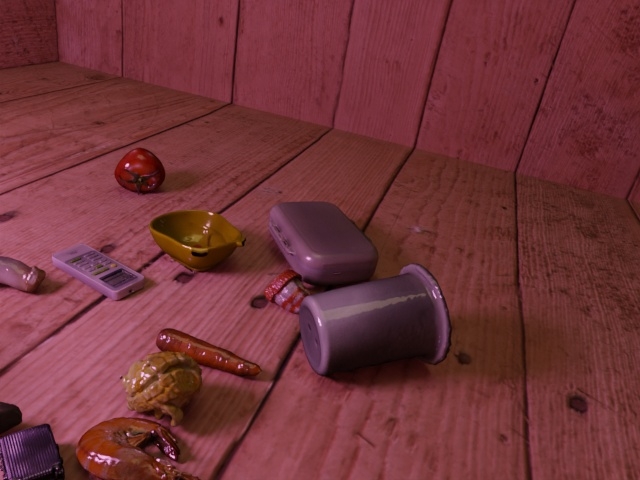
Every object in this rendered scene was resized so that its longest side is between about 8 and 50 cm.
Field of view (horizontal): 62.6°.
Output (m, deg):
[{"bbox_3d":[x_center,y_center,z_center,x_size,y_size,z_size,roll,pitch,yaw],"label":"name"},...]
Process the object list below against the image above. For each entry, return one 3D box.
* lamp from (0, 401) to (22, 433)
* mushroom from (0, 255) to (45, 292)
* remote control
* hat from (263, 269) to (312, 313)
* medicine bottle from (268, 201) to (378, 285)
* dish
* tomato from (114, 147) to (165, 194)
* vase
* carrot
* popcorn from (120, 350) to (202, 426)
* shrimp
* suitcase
[{"bbox_3d":[-0.628,0.298,0.858,0.250,0.101,0.101,0,29,-22],"label":"lamp"},{"bbox_3d":[-0.799,0.076,1.233,0.278,0.099,0.096,3,33,-20],"label":"mushroom"},{"bbox_3d":[-0.577,0.078,1.365,0.250,0.034,0.103,24,31,24],"label":"remote control"},{"bbox_3d":[-0.054,0.154,1.365,0.162,0.093,0.112,42,48,18],"label":"hat"},{"bbox_3d":[0.000,0.000,1.609,0.282,0.123,0.375,-4,30,-23],"label":"medicine bottle"},{"bbox_3d":[-0.349,0.011,1.488,0.262,0.108,0.221,29,33,35],"label":"dish"},{"bbox_3d":[-0.623,-0.246,1.834,0.167,0.167,0.167,8,27,-4],"label":"tomato"},{"bbox_3d":[0.112,0.197,1.194,0.291,0.245,0.245,-11,33,-19],"label":"vase"},{"bbox_3d":[-0.241,0.247,1.135,0.248,0.059,0.059,18,28,7],"label":"carrot"},{"bbox_3d":[-0.294,0.267,0.993,0.141,0.135,0.162,-19,38,-33],"label":"popcorn"},{"bbox_3d":[-0.296,0.366,0.885,0.249,0.068,0.150,19,23,28],"label":"shrimp"},{"bbox_3d":[-0.462,0.357,0.843,0.086,0.059,0.126,-10,33,-36],"label":"suitcase"}]
